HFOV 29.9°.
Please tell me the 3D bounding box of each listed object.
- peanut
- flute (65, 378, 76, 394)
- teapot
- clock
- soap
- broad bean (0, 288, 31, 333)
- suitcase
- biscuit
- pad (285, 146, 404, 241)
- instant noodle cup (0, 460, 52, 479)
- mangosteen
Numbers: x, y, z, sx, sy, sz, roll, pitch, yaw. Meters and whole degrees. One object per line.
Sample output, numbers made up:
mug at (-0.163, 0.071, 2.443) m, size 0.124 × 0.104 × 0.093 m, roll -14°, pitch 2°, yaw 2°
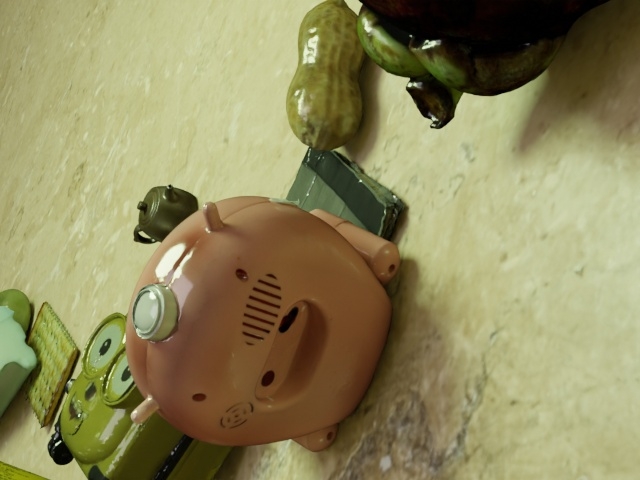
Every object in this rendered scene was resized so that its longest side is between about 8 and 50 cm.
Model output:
peanut at (0.008, -0.178, 1.280) m, size 0.089 × 0.089 × 0.193 m, roll -28°, pitch 45°, yaw 51°
flute at (-0.299, 0.220, 1.619) m, size 0.233 × 0.027 × 0.027 m, roll 9°, pitch 81°, yaw 60°
teapot at (-0.212, -0.033, 1.578) m, size 0.121 × 0.068 × 0.076 m, roll -44°, pitch 38°, yaw 39°
clock at (-0.058, 0.076, 1.052) m, size 0.142 × 0.241 × 0.227 m, roll 26°, pitch 99°, yaw 40°
soap at (-0.577, 0.212, 1.946) m, size 0.173 × 0.095 × 0.289 m, roll 59°, pitch 135°, yaw 18°
broad bean at (-0.558, 0.155, 2.048) m, size 0.174 × 0.082 × 0.124 m, roll -35°, pitch 48°, yaw 47°
suitcase at (-0.186, 0.180, 1.293) m, size 0.235 × 0.143 × 0.194 m, roll -56°, pitch 30°, yaw -1°
biscuit at (-0.431, 0.191, 1.873) m, size 0.231 × 0.016 × 0.139 m, roll 32°, pitch 100°, yaw 61°
pad at (0.001, 0.000, 1.243) m, size 0.174 × 0.022 × 0.233 m, roll -65°, pitch 28°, yaw 11°
instant noodle cup at (-0.374, 0.390, 1.339) m, size 0.325 × 0.254 × 0.326 m, roll -165°, pitch 90°, yaw -80°
mangosteen at (0.127, -0.268, 0.930) m, size 0.311 × 0.311 × 0.311 m, roll -38°, pitch 42°, yaw 45°
